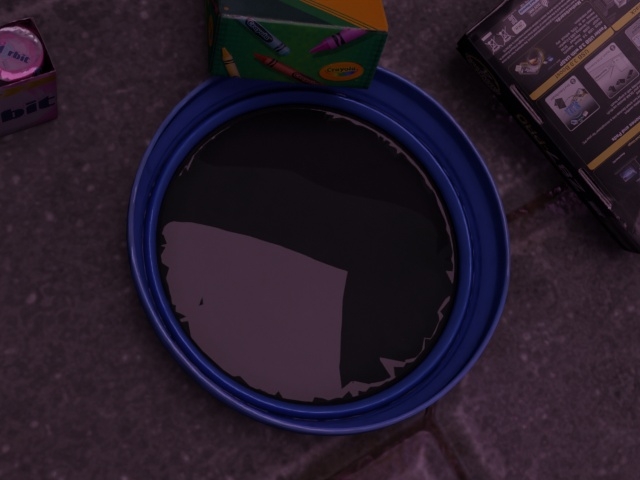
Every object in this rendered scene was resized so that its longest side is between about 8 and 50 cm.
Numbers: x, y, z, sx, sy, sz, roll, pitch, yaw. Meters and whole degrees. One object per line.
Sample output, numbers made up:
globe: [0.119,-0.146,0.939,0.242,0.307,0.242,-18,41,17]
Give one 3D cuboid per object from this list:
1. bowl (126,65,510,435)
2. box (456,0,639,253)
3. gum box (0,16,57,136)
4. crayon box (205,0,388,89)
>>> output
bowl: [0.000,0.000,0.916,0.391,0.077,0.391,4,73,-15]
box: [0.401,-0.229,0.990,0.395,0.097,0.318,-41,92,3]
gum box: [-0.348,-0.132,0.842,0.188,0.107,0.062,-24,81,-20]
crayon box: [-0.037,-0.286,0.940,0.165,0.081,0.279,2,52,-15]
